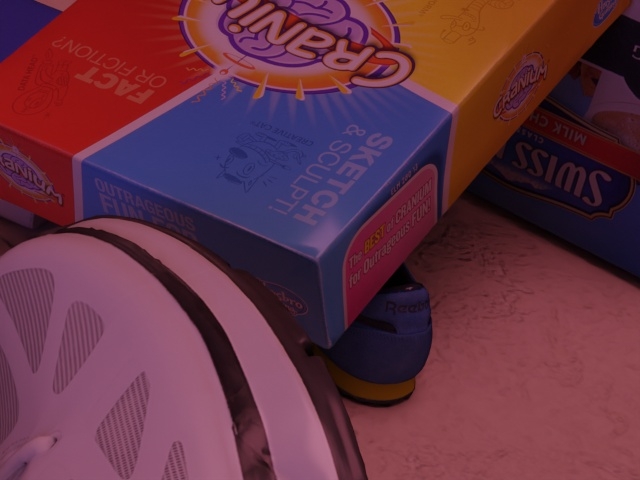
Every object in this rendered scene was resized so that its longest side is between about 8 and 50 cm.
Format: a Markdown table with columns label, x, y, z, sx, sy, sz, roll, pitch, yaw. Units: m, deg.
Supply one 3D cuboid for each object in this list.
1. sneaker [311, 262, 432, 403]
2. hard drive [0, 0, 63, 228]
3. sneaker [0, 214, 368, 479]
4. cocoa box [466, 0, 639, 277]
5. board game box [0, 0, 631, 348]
| label | x | y | z | sx | sy | sz | roll | pitch | yaw |
| --- | --- | --- | --- | --- | --- | --- | --- | --- | --- |
| sneaker | 0.000 | 0.000 | 0.890 | 0.069 | 0.082 | 0.209 | -8 | 36 | -30 |
| hard drive | -0.263 | -0.120 | 1.012 | 0.318 | 0.040 | 0.210 | 23 | 31 | 13 |
| sneaker | -0.113 | 0.141 | 0.521 | 0.257 | 0.169 | 0.447 | -1 | 36 | -28 |
| cocoa box | 0.241 | -0.161 | 1.110 | 0.231 | 0.228 | 0.347 | 29 | 34 | 24 |
| board game box | -0.006 | -0.105 | 0.881 | 0.242 | 0.064 | 0.316 | 22 | 52 | 27 |
